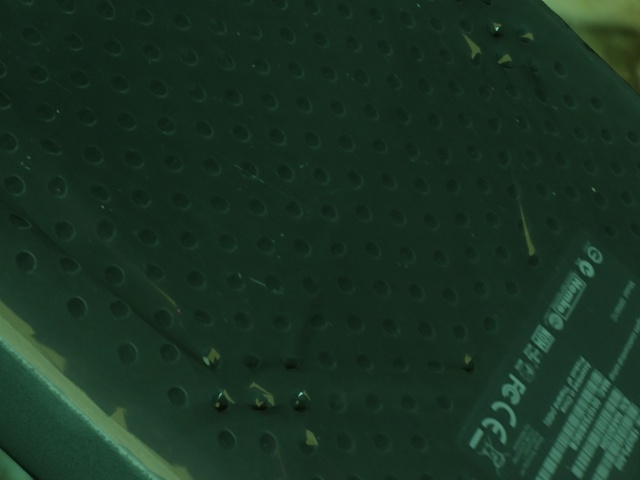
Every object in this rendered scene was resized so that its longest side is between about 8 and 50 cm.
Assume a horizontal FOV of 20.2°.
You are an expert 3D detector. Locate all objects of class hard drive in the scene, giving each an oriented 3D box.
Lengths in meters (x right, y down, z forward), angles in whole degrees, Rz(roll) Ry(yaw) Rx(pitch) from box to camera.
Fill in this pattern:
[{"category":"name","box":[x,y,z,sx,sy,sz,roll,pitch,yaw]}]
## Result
[{"category":"hard drive","box":[0.000,0.000,0.378,0.255,0.054,0.172,42,47,-6]}]
